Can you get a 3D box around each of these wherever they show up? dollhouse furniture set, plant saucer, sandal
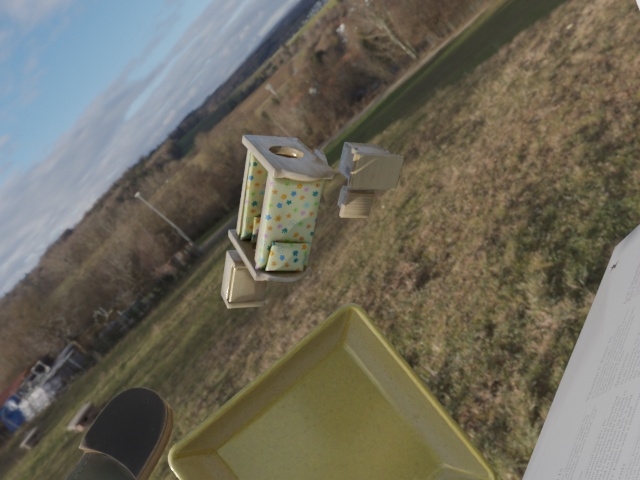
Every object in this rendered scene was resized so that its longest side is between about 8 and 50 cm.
[{"bbox_3d":[0.000,0.000,0.584,0.101,0.161,0.181,49,134,52],"label":"dollhouse furniture set"},{"bbox_3d":[0.019,0.314,0.814,0.333,0.332,0.081,-39,-2,-11],"label":"plant saucer"},{"bbox_3d":[-0.196,0.238,0.471,0.240,0.088,0.079,-56,-21,-24],"label":"sandal"}]

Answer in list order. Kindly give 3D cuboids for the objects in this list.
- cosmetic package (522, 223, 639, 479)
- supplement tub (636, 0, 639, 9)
[{"bbox_3d":[0.216,0.107,0.329,0.377,0.098,0.284,-57,-12,-22],"label":"cosmetic package"},{"bbox_3d":[0.372,-0.260,0.559,0.107,0.071,0.071,-10,40,56],"label":"supplement tub"}]
